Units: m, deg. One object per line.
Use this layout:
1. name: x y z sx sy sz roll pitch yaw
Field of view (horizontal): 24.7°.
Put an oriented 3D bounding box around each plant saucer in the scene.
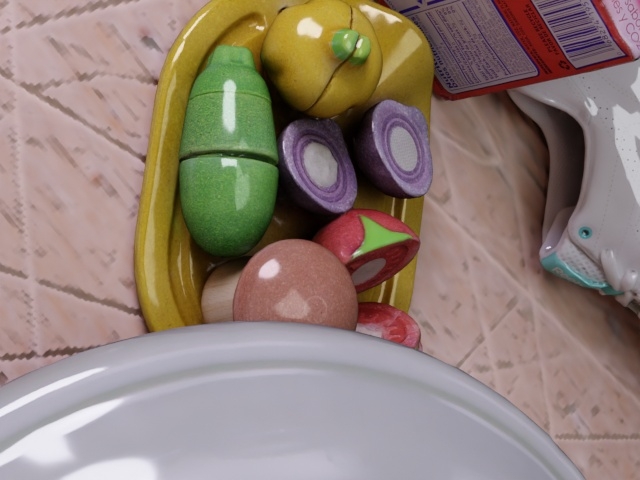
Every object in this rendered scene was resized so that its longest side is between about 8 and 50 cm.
1. plant saucer: -0.018 0.231 0.485 0.400 0.100 0.401 -5 100 -28

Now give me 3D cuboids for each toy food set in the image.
1. toy food set: 0.000 0.000 0.562 0.128 0.071 0.218 10 82 -30

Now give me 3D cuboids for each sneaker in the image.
1. sneaker: 0.146 0.007 0.656 0.094 0.080 0.212 -25 93 -17

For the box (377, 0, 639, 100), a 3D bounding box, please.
1. box: 0.056 -0.196 0.573 0.122 0.128 0.257 -42 107 -25
